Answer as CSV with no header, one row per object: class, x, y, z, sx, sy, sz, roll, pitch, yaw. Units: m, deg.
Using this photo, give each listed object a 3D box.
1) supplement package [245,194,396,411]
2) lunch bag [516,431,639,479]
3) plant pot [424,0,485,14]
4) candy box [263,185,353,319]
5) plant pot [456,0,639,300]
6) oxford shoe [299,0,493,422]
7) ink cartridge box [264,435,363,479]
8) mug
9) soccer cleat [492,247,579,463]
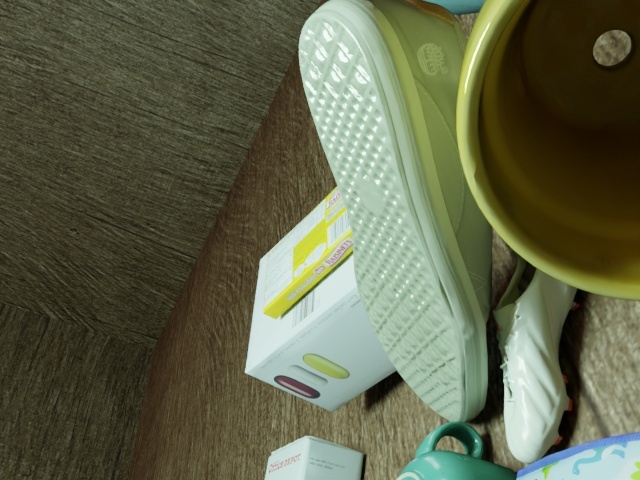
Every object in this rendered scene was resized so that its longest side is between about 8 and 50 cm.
supplement package,0.043,0.060,0.934,0.262,0.145,0.204,-42,30,36
lunch bag,0.195,0.199,0.459,0.151,0.096,0.129,117,165,-55
plant pot,0.178,-0.382,0.842,0.195,0.290,0.290,48,123,30
candy box,0.000,0.000,0.872,0.206,0.027,0.105,-43,27,33
plant pot,0.228,-0.121,0.520,0.254,0.254,0.239,-61,3,27
oxford shoe,0.104,-0.013,0.674,0.169,0.130,0.449,24,137,51
ink cartridge box,-0.023,0.378,0.945,0.153,0.087,0.208,136,149,-55
mug,0.111,0.250,0.656,0.129,0.097,0.158,-66,17,12
soccer cleat,0.183,0.095,0.648,0.068,0.076,0.196,-28,44,66
